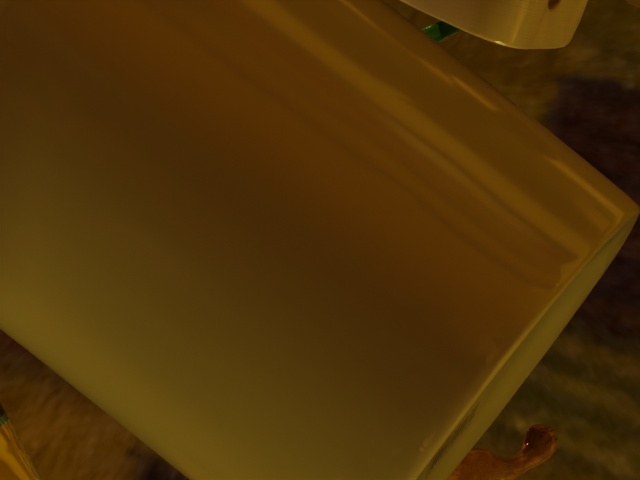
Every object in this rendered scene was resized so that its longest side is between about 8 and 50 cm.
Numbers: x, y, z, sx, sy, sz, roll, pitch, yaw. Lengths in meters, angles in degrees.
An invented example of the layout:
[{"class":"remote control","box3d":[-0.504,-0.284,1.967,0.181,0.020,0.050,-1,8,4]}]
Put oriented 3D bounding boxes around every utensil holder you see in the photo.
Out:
[{"class":"utensil holder","box3d":[-0.041,-0.018,1.181,0.385,0.327,0.327,37,94,11]}]

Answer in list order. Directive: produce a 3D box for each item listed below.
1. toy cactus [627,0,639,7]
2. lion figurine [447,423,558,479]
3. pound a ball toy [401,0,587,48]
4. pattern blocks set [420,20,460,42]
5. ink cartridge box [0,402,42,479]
[{"class":"toy cactus","box3d":[0.219,-0.243,1.223,0.112,0.219,0.180,7,80,18]},{"class":"lion figurine","box3d":[0.101,0.115,1.608,0.142,0.240,0.392,1,94,37]},{"class":"pound a ball toy","box3d":[0.192,-0.297,1.379,0.208,0.136,0.319,30,111,29]},{"class":"pattern blocks set","box3d":[0.230,-0.252,1.796,0.325,0.285,0.026,-28,97,-27]},{"class":"ink cartridge box","box3d":[-0.361,0.244,1.457,0.307,0.072,0.303,-37,122,-24]}]
